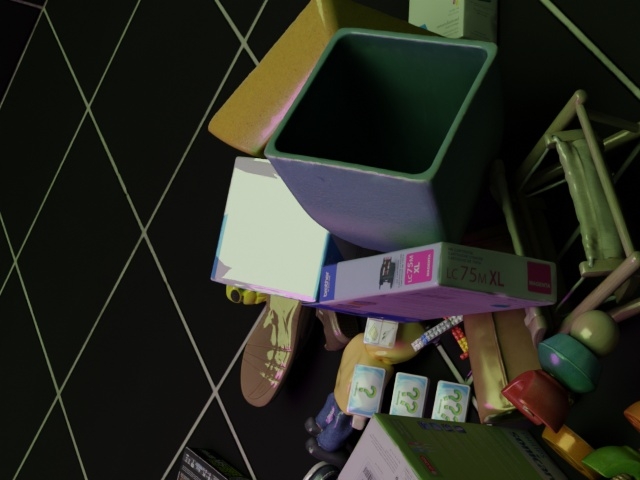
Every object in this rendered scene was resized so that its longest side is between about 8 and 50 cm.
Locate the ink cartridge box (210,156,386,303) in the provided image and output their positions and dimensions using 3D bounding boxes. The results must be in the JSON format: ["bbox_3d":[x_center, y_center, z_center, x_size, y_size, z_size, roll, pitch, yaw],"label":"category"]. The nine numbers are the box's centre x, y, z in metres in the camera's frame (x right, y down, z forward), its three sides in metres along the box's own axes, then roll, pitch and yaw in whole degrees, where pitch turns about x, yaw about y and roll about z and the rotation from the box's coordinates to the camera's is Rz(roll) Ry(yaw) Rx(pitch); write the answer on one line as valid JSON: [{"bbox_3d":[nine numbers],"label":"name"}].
[{"bbox_3d":[0.000,0.000,1.982,0.197,0.270,0.198,10,86,32],"label":"ink cartridge box"}]

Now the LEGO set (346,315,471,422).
[{"bbox_3d":[0.144,0.154,1.891,0.182,0.060,0.244,10,84,17],"label":"LEGO set"}]

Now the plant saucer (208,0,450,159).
[{"bbox_3d":[0.049,-0.200,1.956,0.333,0.332,0.081,-45,44,39],"label":"plant saucer"}]

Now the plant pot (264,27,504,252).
[{"bbox_3d":[0.115,-0.108,1.743,0.247,0.252,0.248,11,56,29],"label":"plant pot"}]

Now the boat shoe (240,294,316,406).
[{"bbox_3d":[-0.056,0.154,2.219,0.102,0.092,0.285,16,92,36],"label":"boat shoe"}]

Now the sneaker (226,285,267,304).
[{"bbox_3d":[-0.094,-0.018,2.331,0.123,0.109,0.296,-112,40,-70],"label":"sneaker"}]

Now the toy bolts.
[{"bbox_3d":[0.348,0.195,1.580,0.158,0.228,0.218,-48,11,-5],"label":"toy bolts"}]

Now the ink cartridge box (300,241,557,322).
[{"bbox_3d":[0.131,0.059,1.642,0.311,0.185,0.065,-17,67,56],"label":"ink cartridge box"}]

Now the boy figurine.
[{"bbox_3d":[0.071,0.217,2.022,0.285,0.092,0.177,-58,16,21],"label":"boy figurine"}]

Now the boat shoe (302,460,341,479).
[{"bbox_3d":[-0.006,0.481,2.054,0.079,0.095,0.255,34,110,53],"label":"boat shoe"}]

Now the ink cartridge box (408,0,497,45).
[{"bbox_3d":[0.210,-0.403,2.012,0.134,0.078,0.231,-15,68,52],"label":"ink cartridge box"}]

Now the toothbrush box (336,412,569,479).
[{"bbox_3d":[0.196,0.341,1.647,0.206,0.283,0.122,51,122,47],"label":"toothbrush box"}]

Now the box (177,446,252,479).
[{"bbox_3d":[-0.190,0.526,2.330,0.270,0.060,0.216,22,100,55],"label":"box"}]

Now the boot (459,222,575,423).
[{"bbox_3d":[0.211,0.127,1.785,0.236,0.089,0.270,-19,65,20],"label":"boot"}]

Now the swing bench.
[{"bbox_3d":[0.337,-0.012,1.654,0.254,0.165,0.253,-41,50,42],"label":"swing bench"}]

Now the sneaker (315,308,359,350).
[{"bbox_3d":[0.012,0.097,2.160,0.071,0.066,0.188,-40,50,43],"label":"sneaker"}]
